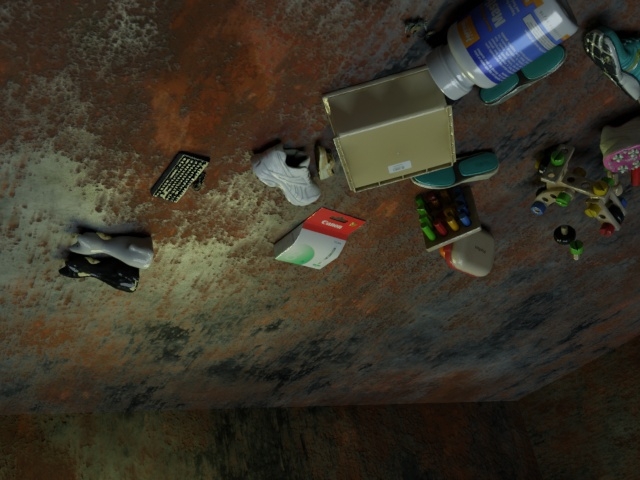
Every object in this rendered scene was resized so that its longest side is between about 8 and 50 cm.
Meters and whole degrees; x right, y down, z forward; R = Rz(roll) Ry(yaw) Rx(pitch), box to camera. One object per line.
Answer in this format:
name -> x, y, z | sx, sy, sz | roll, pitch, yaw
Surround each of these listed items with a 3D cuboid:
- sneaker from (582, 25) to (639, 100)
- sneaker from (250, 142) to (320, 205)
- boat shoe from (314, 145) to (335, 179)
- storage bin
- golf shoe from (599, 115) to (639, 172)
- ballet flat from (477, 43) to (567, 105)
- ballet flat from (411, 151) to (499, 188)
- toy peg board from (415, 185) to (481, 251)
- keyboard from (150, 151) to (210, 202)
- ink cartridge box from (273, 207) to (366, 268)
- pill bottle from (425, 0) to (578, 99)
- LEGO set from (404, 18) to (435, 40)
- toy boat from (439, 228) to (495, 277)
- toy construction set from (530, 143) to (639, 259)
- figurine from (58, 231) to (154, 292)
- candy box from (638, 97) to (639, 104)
sneaker -> 0.670, -0.412, 1.606 | 0.275, 0.107, 0.110 | 17, 121, -49
sneaker -> -0.057, -0.161, 1.764 | 0.115, 0.090, 0.232 | -31, 147, 24
boat shoe -> 0.012, -0.194, 1.773 | 0.045, 0.050, 0.135 | -14, 161, -3
storage bin -> 0.166, -0.245, 1.661 | 0.263, 0.123, 0.260 | -15, 152, 5
golf shoe -> 0.861, -0.279, 1.837 | 0.306, 0.140, 0.115 | -15, 140, 15
ballet flat -> 0.449, -0.372, 1.615 | 0.213, 0.072, 0.068 | -29, 174, 30
ballet flat -> 0.345, -0.177, 1.900 | 0.249, 0.086, 0.086 | -7, 151, -10
toy peg board -> 0.340, -0.077, 1.998 | 0.161, 0.161, 0.079 | -24, 134, 21
keyboard -> -0.327, -0.147, 1.753 | 0.108, 0.023, 0.180 | 10, 145, -35
ink cartridge box -> 0.000, 0.000, 2.105 | 0.181, 0.056, 0.225 | 16, 143, -40
pill bottle -> 0.347, -0.397, 1.427 | 0.272, 0.152, 0.152 | -32, 146, 31
LEGO set -> 0.195, -0.426, 1.458 | 0.054, 0.023, 0.083 | -21, 163, 21
toy boat -> 0.440, 0.029, 2.264 | 0.151, 0.150, 0.231 | 3, 167, 45
toy construction set -> 0.720, -0.164, 1.950 | 0.309, 0.257, 0.237 | -32, 138, -5
figurine -> -0.577, 0.051, 1.952 | 0.210, 0.092, 0.215 | 10, 144, -27
candy box -> 0.874, -0.396, 1.706 | 0.159, 0.071, 0.233 | -7, 152, -9
